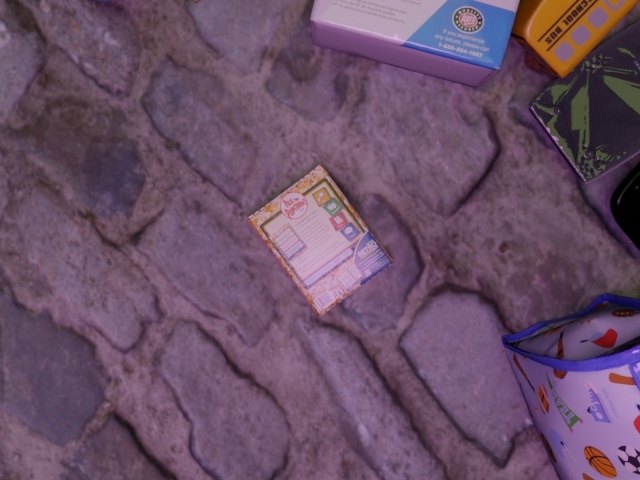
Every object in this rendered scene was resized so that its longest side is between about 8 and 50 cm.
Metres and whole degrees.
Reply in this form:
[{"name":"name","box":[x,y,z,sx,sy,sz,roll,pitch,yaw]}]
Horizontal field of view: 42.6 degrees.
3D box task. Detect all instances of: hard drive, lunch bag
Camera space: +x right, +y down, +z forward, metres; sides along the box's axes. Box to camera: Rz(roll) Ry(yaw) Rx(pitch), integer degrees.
[{"name":"hard drive","box":[0.468,-0.222,1.288,0.254,0.054,0.172,-36,89,0]},{"name":"lunch bag","box":[0.441,0.257,1.121,0.238,0.385,0.328,-25,89,1]}]

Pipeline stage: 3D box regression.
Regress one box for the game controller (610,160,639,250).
[{"name":"game controller","box":[0.583,-0.118,1.262,0.319,0.067,0.166,-48,122,0]}]

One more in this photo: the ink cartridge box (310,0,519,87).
[{"name":"ink cartridge box","box":[0.171,-0.466,1.237,0.285,0.166,0.395,15,91,0]}]

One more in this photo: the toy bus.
[{"name":"toy bus","box":[0.429,-0.412,1.219,0.130,0.108,0.333,40,104,-14]}]

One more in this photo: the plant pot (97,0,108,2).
[{"name":"plant pot","box":[-0.335,-0.590,1.179,0.341,0.341,0.334,37,82,1]}]

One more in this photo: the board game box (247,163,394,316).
[{"name":"board game box","box":[0.000,0.000,1.295,0.146,0.045,0.193,-36,89,1]}]

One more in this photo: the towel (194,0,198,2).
[{"name":"towel","box":[-0.129,-0.484,1.315,0.237,0.021,0.102,-31,95,-1]}]
